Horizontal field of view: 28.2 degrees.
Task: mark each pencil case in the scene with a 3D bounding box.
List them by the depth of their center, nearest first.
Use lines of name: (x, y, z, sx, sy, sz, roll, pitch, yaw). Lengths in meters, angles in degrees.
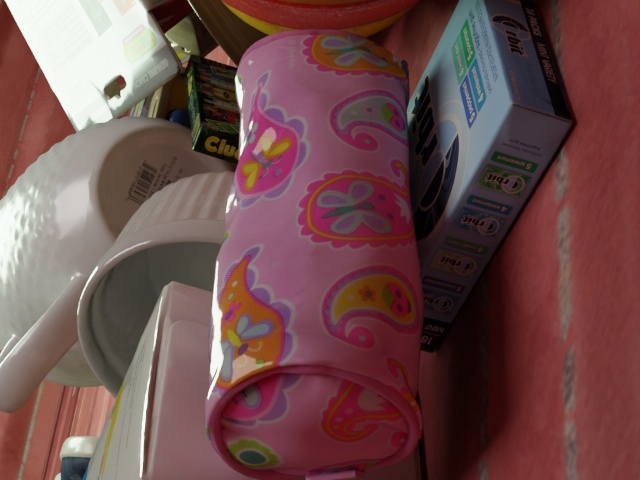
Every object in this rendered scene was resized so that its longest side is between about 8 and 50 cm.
pencil case: (0.000, 0.000, 0.747, 0.124, 0.124, 0.284, 120, 159, -43)

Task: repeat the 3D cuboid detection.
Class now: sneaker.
sneaker: (-0.273, 0.342, 1.589, 0.350, 0.131, 0.148, 121, 154, -62)

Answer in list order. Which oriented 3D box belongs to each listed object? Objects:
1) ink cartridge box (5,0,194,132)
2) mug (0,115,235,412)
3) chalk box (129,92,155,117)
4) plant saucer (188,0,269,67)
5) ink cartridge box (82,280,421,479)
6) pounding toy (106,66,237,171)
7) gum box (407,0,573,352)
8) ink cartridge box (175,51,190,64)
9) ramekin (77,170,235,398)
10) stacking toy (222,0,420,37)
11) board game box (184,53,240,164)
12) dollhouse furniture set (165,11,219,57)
ink cartridge box: (-0.233, -0.288, 1.439, 0.309, 0.130, 0.272, -18, 100, 58)
mug: (-0.252, 0.037, 1.438, 0.374, 0.276, 0.328, -56, 12, -31)
chalk box: (-0.227, -0.134, 1.894, 0.132, 0.132, 0.213, -119, 48, -70)
plant saucer: (-0.073, -0.256, 1.251, 0.041, 0.278, 0.278, -30, 33, 19)
ink cartridge box: (-0.059, 0.179, 0.814, 0.168, 0.171, 0.233, -92, 22, -51)
pounding toy: (-0.189, -0.175, 1.640, 0.094, 0.206, 0.181, 125, 157, -52)
gum box: (0.083, -0.050, 0.788, 0.157, 0.041, 0.184, -93, 22, -50)
ink cartridge box: (-0.117, -0.421, 1.826, 0.307, 0.072, 0.304, -21, 45, 32)
ramekin: (-0.067, 0.045, 0.950, 0.109, 0.207, 0.207, -76, 11, -50)
stacking toy: (-0.006, -0.258, 0.971, 0.480, 0.350, 0.351, 97, -175, -74)
board game box: (-0.061, -0.118, 1.231, 0.260, 0.136, 0.030, -110, 41, -66)
dollhouse furniture set: (-0.149, -0.450, 1.622, 0.303, 0.198, 0.286, -44, -36, -29)
